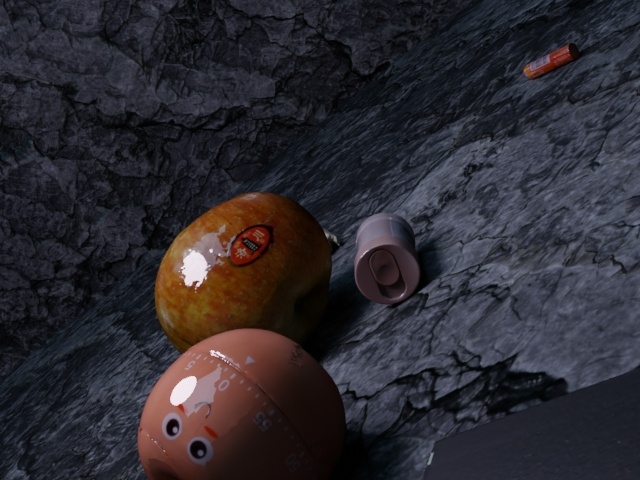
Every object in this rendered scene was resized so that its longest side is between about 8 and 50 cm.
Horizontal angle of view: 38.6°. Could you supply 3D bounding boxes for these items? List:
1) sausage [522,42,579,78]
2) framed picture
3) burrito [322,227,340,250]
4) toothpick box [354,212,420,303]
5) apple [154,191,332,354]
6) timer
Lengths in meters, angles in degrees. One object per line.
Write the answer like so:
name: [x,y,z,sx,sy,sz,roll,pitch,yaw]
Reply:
sausage: [0.439,-0.342,1.765,0.129,0.034,0.034,-22,23,51]
framed picture: [0.202,0.215,0.779,0.339,0.014,0.255,-30,18,34]
burrito: [0.000,0.000,1.846,0.055,0.041,0.149,-56,16,-6]
toothpick box: [0.102,0.025,1.409,0.098,0.098,0.149,-37,15,14]
apple: [-0.107,0.079,1.472,0.309,0.277,0.250,-46,47,-5]
timer: [-0.090,0.223,1.059,0.215,0.229,0.230,-48,16,-28]
